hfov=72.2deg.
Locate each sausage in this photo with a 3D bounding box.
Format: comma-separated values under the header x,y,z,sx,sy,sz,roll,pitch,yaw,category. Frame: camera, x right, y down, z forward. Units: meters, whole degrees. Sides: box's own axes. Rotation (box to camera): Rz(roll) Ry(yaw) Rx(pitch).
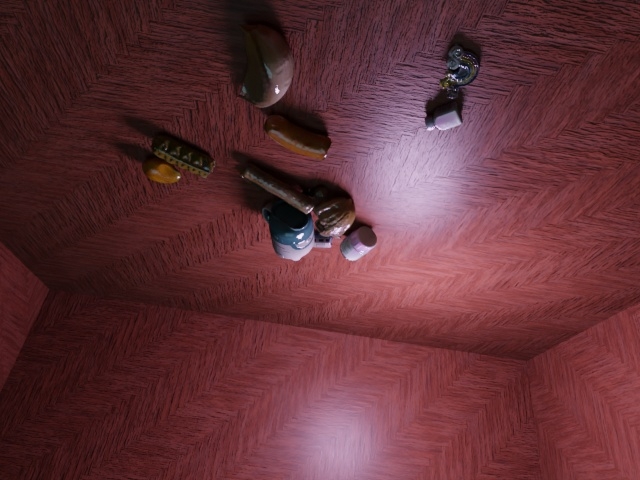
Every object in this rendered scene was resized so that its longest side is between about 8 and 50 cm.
x,y,z,sx,sy,sz,roll,pitch,yaw,category
-0.091,-0.396,1.685,0.270,0.109,0.109,21,147,-21,sausage

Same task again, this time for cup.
x,y,z,sx,sy,sz,roll,pitch,yaw,category
-0.165,-0.073,2.146,0.289,0.219,0.258,35,156,19,cup

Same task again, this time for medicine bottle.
x,y,z,sx,sy,sz,roll,pitch,yaw,category
0.197,0.016,2.262,0.135,0.135,0.168,21,148,-21,medicine bottle
0.432,-0.431,1.546,0.117,0.055,0.074,-15,143,31,medicine bottle

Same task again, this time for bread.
x,y,z,sx,sy,sz,roll,pitch,yaw,category
-0.585,-0.359,1.866,0.269,0.087,0.098,25,149,-24,bread

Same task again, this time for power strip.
x,y,z,sx,sy,sz,roll,pitch,yaw,category
-0.293,-0.270,2.005,0.049,0.028,0.178,-21,139,38,power strip

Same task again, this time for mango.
x,y,z,sx,sy,sz,roll,pitch,yaw,category
-0.721,-0.311,1.981,0.165,0.089,0.115,28,134,-35,mango

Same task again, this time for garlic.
x,y,z,sx,sy,sz,roll,pitch,yaw,category
-0.184,-0.549,1.454,0.196,0.151,0.338,37,156,5,garlic

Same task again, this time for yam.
x,y,z,sx,sy,sz,roll,pitch,yaw,category
-0.184,-0.231,1.958,0.356,0.081,0.081,30,144,-16,yam

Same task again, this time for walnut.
x,y,z,sx,sy,sz,roll,pitch,yaw,category
0.075,-0.098,2.062,0.203,0.141,0.238,-13,156,-3,walnut

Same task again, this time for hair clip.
x,y,z,sx,sy,sz,roll,pitch,yaw,category
0.443,-0.534,1.393,0.116,0.049,0.172,-2,142,-10,hair clip

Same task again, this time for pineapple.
x,y,z,sx,sy,sz,roll,pitch,yaw,category
-0.031,-0.220,2.018,0.124,0.058,0.058,1,151,34,pineapple

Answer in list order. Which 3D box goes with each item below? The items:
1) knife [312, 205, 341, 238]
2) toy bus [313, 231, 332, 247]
x,y,z,sx,sy,sz,roll,pitch,yaw,category
0.024,-0.102,2.205,0.061,0.027,0.343,-21,139,16,knife
0.000,0.000,2.337,0.122,0.075,0.060,1,148,9,toy bus
